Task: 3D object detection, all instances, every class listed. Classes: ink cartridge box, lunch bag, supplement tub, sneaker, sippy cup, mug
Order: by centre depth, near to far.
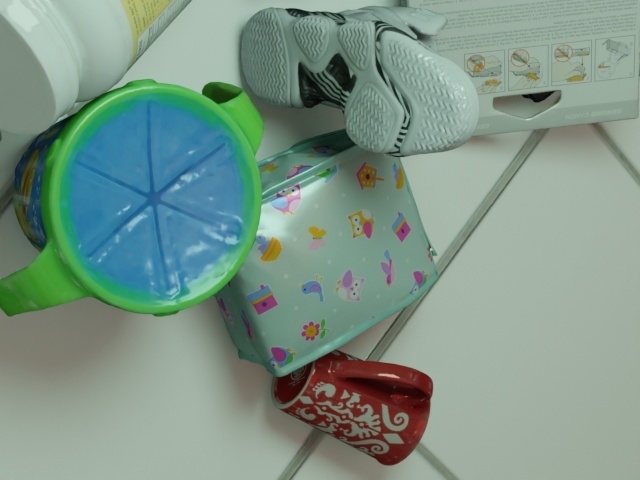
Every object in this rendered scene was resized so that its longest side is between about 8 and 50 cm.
[{"bbox_3d":[-0.240,-0.286,1.500,0.241,0.241,0.331,52,57,-24],"label":"supplement tub"},{"bbox_3d":[-0.214,-0.047,1.620,0.305,0.224,0.240,-3,95,-30],"label":"sippy cup"},{"bbox_3d":[0.090,-0.191,1.720,0.210,0.366,0.137,-10,112,-37],"label":"sneaker"},{"bbox_3d":[0.000,0.000,1.794,0.262,0.160,0.223,-27,107,-20],"label":"lunch bag"},{"bbox_3d":[0.044,0.178,1.858,0.169,0.113,0.150,26,113,-26],"label":"mug"},{"bbox_3d":[0.250,-0.264,1.902,0.296,0.066,0.261,-6,122,-4],"label":"ink cartridge box"}]

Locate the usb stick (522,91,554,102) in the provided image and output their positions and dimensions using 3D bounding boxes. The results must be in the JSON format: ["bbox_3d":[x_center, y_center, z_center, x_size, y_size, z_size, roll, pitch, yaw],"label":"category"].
[{"bbox_3d":[0.235,-0.297,1.950,0.077,0.045,0.278,-37,120,-4],"label":"usb stick"}]
